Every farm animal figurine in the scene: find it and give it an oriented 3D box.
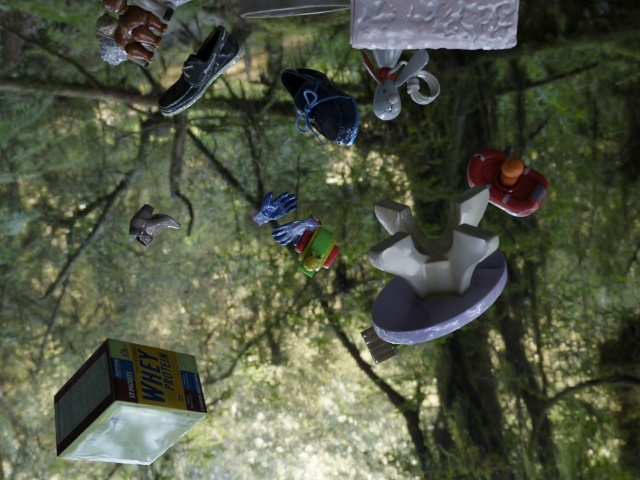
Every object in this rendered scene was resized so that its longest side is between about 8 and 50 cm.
[{"bbox_3d":[-0.307,-0.478,1.135,0.172,0.330,0.327,25,177,-19],"label":"farm animal figurine"}]

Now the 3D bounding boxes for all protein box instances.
[{"bbox_3d":[-0.364,0.312,1.273,0.200,0.135,0.201,22,124,-42],"label":"protein box"}]

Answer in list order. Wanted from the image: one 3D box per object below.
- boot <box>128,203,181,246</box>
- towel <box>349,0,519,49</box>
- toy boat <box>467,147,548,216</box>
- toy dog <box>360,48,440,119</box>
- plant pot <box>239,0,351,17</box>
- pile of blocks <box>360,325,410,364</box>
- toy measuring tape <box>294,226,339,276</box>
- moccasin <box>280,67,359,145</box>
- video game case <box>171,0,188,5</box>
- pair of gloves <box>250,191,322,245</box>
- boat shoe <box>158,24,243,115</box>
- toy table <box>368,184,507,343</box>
[{"bbox_3d":[-0.389,-0.026,1.552,0.118,0.086,0.042,33,157,-34],"label":"boot"},{"bbox_3d":[0.225,-0.529,1.278,0.332,0.316,0.053,0,-160,-2],"label":"towel"},{"bbox_3d":[0.527,-0.182,1.872,0.151,0.231,0.151,-51,161,-20],"label":"toy boat"},{"bbox_3d":[0.188,-0.492,1.684,0.220,0.333,0.161,-21,179,-14],"label":"toy dog"},{"bbox_3d":[-0.081,-0.782,1.866,0.324,0.280,0.323,-6,-165,2],"label":"plant pot"},{"bbox_3d":[0.253,0.195,1.867,0.149,0.362,0.113,44,-147,26],"label":"pile of blocks"},{"bbox_3d":[0.000,0.000,1.867,0.122,0.121,0.330,-10,-162,11],"label":"toy measuring tape"},{"bbox_3d":[-0.015,-0.314,1.581,0.117,0.137,0.342,7,-155,-26],"label":"moccasin"},{"bbox_3d":[-0.369,-0.700,1.772,0.173,0.190,0.022,-35,152,-29],"label":"video game case"},{"bbox_3d":[-0.103,-0.064,1.927,0.159,0.198,0.023,-29,-145,25],"label":"pair of gloves"},{"bbox_3d":[-0.278,-0.373,1.470,0.233,0.079,0.084,-46,-130,-5],"label":"boat shoe"},{"bbox_3d":[0.192,0.031,1.105,0.252,0.160,0.274,12,-142,41],"label":"toy table"}]
